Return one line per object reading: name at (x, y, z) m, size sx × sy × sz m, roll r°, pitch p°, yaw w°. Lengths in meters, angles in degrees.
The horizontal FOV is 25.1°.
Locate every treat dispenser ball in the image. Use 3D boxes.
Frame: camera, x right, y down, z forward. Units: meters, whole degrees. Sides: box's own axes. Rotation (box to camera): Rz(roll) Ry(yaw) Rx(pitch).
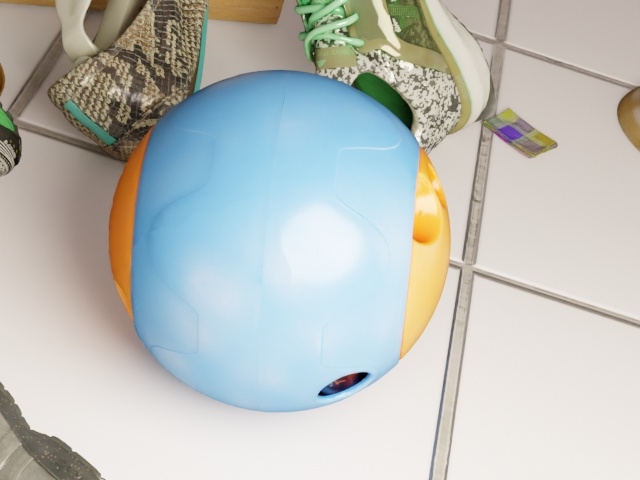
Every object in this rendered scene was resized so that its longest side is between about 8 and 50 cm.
treat dispenser ball at (-0.034, 0.000, 1.215) m, size 0.288 × 0.288 × 0.288 m, roll 12°, pitch 37°, yaw -9°

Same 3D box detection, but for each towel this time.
towel at (0.240, -0.128, 1.727) m, size 0.083 × 0.009 × 0.060 m, roll 40°, pitch 43°, yaw 26°

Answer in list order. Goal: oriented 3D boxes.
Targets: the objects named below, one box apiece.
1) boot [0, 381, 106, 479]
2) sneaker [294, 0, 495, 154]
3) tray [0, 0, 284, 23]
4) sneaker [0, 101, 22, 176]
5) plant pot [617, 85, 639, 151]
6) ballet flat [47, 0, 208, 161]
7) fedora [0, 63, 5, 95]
boot at (-0.287, 0.177, 1.064) m, size 0.246 × 0.083 × 0.161 m, roll 34°, pitch 45°, yaw 21°
sneaker at (0.035, -0.239, 1.546) m, size 0.410 × 0.158 × 0.182 m, roll 50°, pitch 49°, yaw -22°
tray at (-0.262, -0.358, 1.749) m, size 0.411 × 0.076 × 0.203 m, roll 2°, pitch 40°, yaw -23°
sneaker at (-0.440, -0.078, 1.303) m, size 0.343 × 0.134 × 0.146 m, roll 0°, pitch 65°, yaw -28°
plant pot at (0.495, -0.139, 1.831) m, size 0.236 × 0.032 × 0.236 m, roll 12°, pitch 38°, yaw -10°
ballet flat at (-0.180, -0.304, 1.548) m, size 0.182 × 0.164 × 0.483 m, roll 35°, pitch 49°, yaw -26°
fedora at (-0.413, -0.195, 1.472) m, size 0.194 × 0.079 × 0.194 m, roll 12°, pitch 37°, yaw -9°
